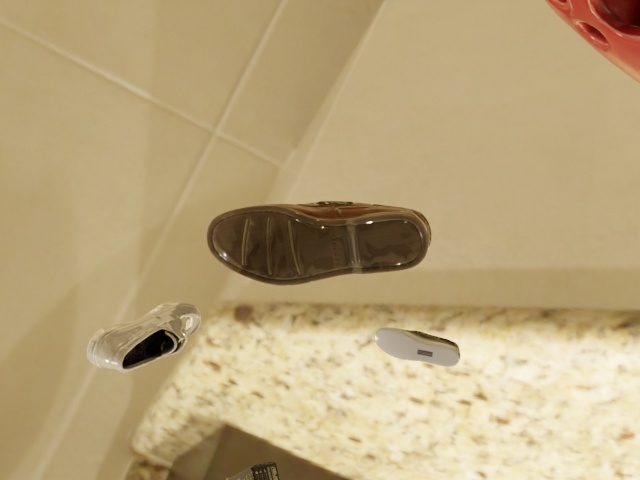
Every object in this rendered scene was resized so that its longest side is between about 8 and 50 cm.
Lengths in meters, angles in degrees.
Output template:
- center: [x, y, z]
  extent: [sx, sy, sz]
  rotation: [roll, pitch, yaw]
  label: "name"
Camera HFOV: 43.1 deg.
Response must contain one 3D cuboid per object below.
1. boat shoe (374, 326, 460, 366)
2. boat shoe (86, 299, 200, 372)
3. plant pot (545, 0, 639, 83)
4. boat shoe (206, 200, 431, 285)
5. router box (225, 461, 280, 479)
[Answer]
- center: [0.159, 0.171, 1.323]
  extent: [0.142, 0.040, 0.049]
  rotation: [15, 112, 9]
  label: "boat shoe"
- center: [-0.201, 0.120, 1.004]
  extent: [0.063, 0.066, 0.184]
  rotation: [20, -167, 28]
  label: "boat shoe"
- center: [0.151, -0.190, 0.349]
  extent: [0.174, 0.191, 0.191]
  rotation: [37, 142, -11]
  label: "plant pot"
- center: [0.000, 0.000, 1.133]
  extent: [0.307, 0.104, 0.111]
  rotation: [4, 103, 9]
  label: "boat shoe"
- center: [-0.075, 0.349, 1.018]
  extent: [0.038, 0.123, 0.092]
  rotation: [-3, 157, -30]
  label: "router box"
